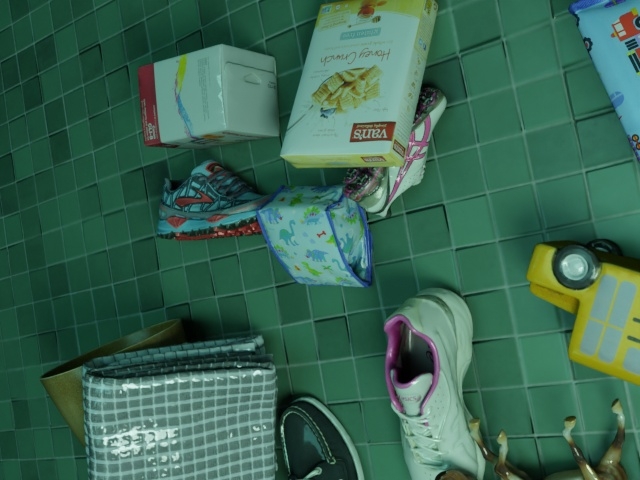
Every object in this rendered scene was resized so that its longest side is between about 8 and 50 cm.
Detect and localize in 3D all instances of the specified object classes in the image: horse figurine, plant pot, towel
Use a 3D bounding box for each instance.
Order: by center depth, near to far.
[{"bbox_3d":[0.276,0.285,0.937,0.263,0.066,0.175,-16,105,25],"label":"horse figurine"},{"bbox_3d":[-0.193,0.276,1.143,0.121,0.283,0.235,-156,63,-69],"label":"towel"},{"bbox_3d":[-0.292,0.288,1.278,0.237,0.237,0.255,-19,93,35],"label":"plant pot"}]

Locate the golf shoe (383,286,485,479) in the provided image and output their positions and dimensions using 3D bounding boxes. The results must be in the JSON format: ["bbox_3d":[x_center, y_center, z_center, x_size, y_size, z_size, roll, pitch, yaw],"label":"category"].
[{"bbox_3d":[0.131,0.217,1.008,0.115,0.140,0.306,-7,89,34],"label":"golf shoe"}]

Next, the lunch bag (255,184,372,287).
[{"bbox_3d":[0.000,0.000,1.122,0.128,0.096,0.151,2,122,36],"label":"lunch bag"}]

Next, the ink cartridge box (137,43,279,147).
[{"bbox_3d":[-0.169,-0.213,1.210,0.176,0.128,0.128,-5,89,36],"label":"ink cartridge box"}]

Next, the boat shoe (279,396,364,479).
[{"bbox_3d":[0.008,0.372,1.129,0.114,0.091,0.303,-38,70,32],"label":"boat shoe"}]

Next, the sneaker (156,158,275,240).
[{"bbox_3d":[-0.164,-0.067,1.230,0.261,0.104,0.125,-4,87,35],"label":"sneaker"}]

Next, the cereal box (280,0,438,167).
[{"bbox_3d":[0.051,-0.212,1.053,0.173,0.047,0.240,2,70,34],"label":"cereal box"}]

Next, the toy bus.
[{"bbox_3d":[0.385,0.096,0.841,0.332,0.108,0.130,19,104,33],"label":"toy bus"}]

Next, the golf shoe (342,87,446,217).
[{"bbox_3d":[0.111,-0.118,1.059,0.186,0.086,0.067,-53,33,6],"label":"golf shoe"}]

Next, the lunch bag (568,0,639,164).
[{"bbox_3d":[0.439,-0.196,0.791,0.293,0.138,0.221,-25,75,24],"label":"lunch bag"}]
